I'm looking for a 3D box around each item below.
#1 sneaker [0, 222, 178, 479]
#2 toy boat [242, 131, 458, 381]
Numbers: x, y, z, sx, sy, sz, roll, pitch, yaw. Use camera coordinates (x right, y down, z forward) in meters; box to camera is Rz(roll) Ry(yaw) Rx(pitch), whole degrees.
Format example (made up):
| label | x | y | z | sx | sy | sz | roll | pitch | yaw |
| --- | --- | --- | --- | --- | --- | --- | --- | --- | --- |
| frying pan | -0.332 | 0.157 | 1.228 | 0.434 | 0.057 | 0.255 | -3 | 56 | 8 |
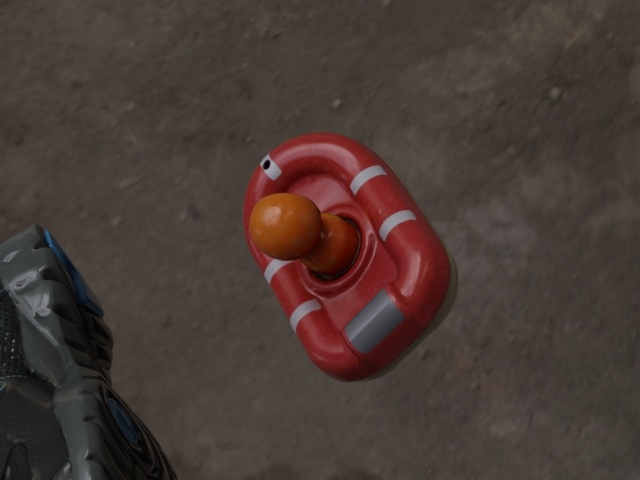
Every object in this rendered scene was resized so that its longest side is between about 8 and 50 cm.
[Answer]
| label | x | y | z | sx | sy | sz | roll | pitch | yaw |
| --- | --- | --- | --- | --- | --- | --- | --- | --- | --- |
| sneaker | -0.181 | 0.129 | 0.932 | 0.140 | 0.341 | 0.125 | -31 | 126 | -2 |
| toy boat | 0.000 | 0.000 | 1.247 | 0.151 | 0.151 | 0.231 | -46 | 47 | 16 |
